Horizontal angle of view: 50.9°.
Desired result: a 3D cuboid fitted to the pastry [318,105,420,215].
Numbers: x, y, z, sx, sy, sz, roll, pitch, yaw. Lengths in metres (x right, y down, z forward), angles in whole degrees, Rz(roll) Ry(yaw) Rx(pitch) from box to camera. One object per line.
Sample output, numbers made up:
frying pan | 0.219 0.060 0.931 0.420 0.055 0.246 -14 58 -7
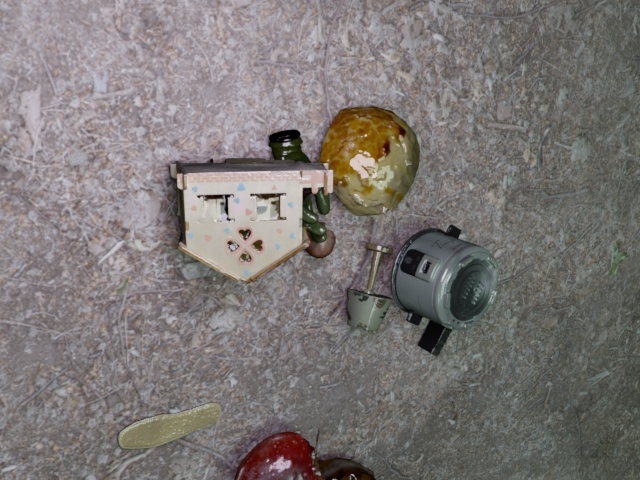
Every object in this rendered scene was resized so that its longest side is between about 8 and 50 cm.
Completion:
pastry | 0.134 -0.189 1.563 0.237 0.170 0.256 41 76 -40

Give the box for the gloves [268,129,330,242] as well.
gloves | -0.047 -0.117 1.504 0.135 0.107 0.268 -27 103 -34

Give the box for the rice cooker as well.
rice cooker | 0.314 0.098 1.748 0.241 0.227 0.280 24 90 -40

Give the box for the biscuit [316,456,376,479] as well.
biscuit | 0.008 0.734 1.833 0.366 0.115 0.268 -26 120 -26

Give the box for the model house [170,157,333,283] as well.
model house | -0.141 -0.043 1.394 0.326 0.169 0.244 -2 105 -9

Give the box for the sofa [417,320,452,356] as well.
sofa | 0.334 0.267 1.928 0.039 0.060 0.118 31 86 -44

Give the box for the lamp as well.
lamp | 0.130 0.118 1.700 0.121 0.121 0.214 16 88 -37

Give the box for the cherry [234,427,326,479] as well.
cherry | -0.110 0.579 1.659 0.250 0.175 0.192 -14 105 -29

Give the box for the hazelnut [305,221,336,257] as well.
hazelnut | 0.000 0.000 1.592 0.086 0.086 0.086 -12 113 -31

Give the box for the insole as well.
insole | -0.342 0.429 1.547 0.248 0.011 0.081 -10 111 -32
